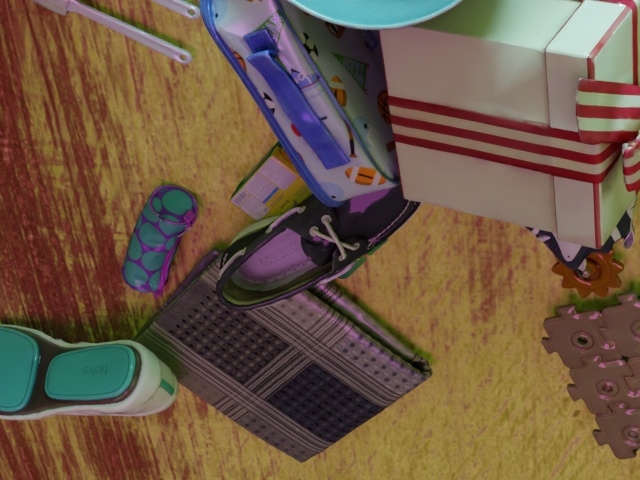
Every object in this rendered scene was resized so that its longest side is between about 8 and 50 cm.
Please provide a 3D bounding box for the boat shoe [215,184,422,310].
[{"bbox_3d":[0.000,0.000,1.782,0.302,0.091,0.114,-34,110,34],"label":"boat shoe"}]

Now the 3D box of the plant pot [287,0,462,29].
[{"bbox_3d":[0.072,-0.360,1.395,0.290,0.195,0.290,8,114,19],"label":"plant pot"}]

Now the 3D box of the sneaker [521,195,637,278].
[{"bbox_3d":[0.247,-0.023,1.704,0.235,0.094,0.153,-10,110,13],"label":"sneaker"}]

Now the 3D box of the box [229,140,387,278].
[{"bbox_3d":[-0.010,-0.034,1.849,0.179,0.043,0.105,38,131,-10],"label":"box"}]

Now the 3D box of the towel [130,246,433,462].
[{"bbox_3d":[-0.061,0.147,2.029,0.324,0.056,0.312,36,135,-13],"label":"towel"}]

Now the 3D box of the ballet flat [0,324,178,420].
[{"bbox_3d":[-0.363,0.200,2.125,0.400,0.139,0.139,0,130,37],"label":"ballet flat"}]

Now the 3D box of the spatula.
[{"bbox_3d":[-0.238,-0.302,1.729,0.242,0.019,0.168,25,128,-1],"label":"spatula"}]

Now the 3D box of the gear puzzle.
[{"bbox_3d":[0.368,0.127,1.843,0.175,0.044,0.339,-14,119,33],"label":"gear puzzle"}]

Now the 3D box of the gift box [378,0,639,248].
[{"bbox_3d":[0.221,-0.169,1.471,0.258,0.255,0.276,15,140,27],"label":"gift box"}]

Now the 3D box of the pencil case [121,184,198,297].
[{"bbox_3d":[-0.208,0.001,1.941,0.070,0.064,0.151,44,136,16],"label":"pencil case"}]

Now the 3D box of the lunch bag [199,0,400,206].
[{"bbox_3d":[-0.003,-0.199,1.566,0.115,0.243,0.303,-17,122,32],"label":"lunch bag"}]
